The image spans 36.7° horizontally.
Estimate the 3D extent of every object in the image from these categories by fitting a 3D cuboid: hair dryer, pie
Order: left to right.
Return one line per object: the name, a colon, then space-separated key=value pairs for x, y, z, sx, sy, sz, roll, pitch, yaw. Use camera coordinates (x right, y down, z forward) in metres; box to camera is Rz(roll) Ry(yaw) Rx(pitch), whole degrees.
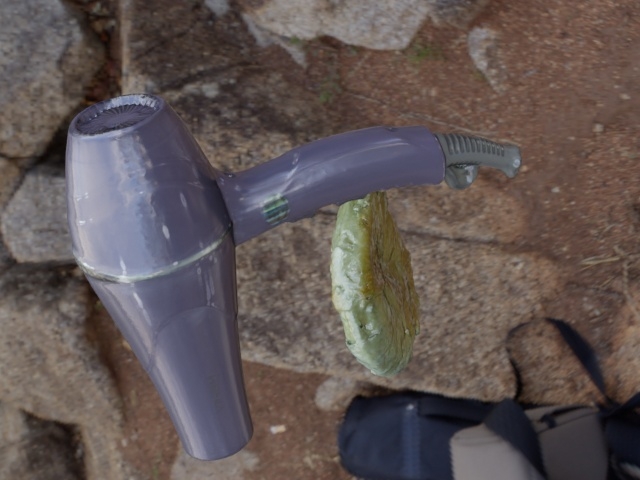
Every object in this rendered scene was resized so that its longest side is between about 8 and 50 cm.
hair dryer: x=0.000 y=0.000 z=0.761 sx=0.121 sy=0.361 sz=0.301 roll=-126 pitch=20 yaw=-58
pie: x=0.078 y=0.056 z=1.392 sx=0.071 sy=0.306 sz=0.306 roll=-10 pitch=91 yaw=16
